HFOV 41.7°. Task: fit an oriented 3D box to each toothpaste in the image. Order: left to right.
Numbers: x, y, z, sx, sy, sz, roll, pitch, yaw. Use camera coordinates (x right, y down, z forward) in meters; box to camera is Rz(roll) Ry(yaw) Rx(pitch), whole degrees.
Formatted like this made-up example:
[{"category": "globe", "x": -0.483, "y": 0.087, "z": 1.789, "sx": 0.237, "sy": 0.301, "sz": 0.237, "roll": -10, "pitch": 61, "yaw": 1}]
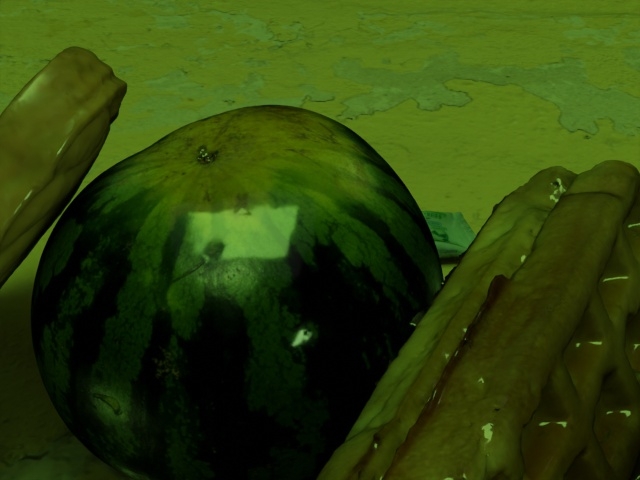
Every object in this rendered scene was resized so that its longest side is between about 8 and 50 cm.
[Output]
[{"category": "toothpaste", "x": 0.000, "y": 0.000, "z": 0.780, "sx": 0.297, "sy": 0.048, "sz": 0.075, "roll": -3, "pitch": 33, "yaw": -9}]

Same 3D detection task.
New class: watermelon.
[{"category": "watermelon", "x": -0.047, "y": 0.039, "z": 0.552, "sx": 0.269, "sy": 0.269, "sz": 0.269, "roll": 0, "pitch": 36, "yaw": 0}]

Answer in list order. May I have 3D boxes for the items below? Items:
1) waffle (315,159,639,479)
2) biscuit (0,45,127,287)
[{"category": "waffle", "x": 0.133, "y": 0.117, "z": 0.466, "sx": 0.098, "sy": 0.224, "sz": 0.327, "roll": -16, "pitch": 21, "yaw": 40}, {"category": "biscuit", "x": -0.240, "y": 0.020, "z": 0.558, "sx": 0.057, "sy": 0.351, "sz": 0.312, "roll": 38, "pitch": 54, "yaw": -14}]
